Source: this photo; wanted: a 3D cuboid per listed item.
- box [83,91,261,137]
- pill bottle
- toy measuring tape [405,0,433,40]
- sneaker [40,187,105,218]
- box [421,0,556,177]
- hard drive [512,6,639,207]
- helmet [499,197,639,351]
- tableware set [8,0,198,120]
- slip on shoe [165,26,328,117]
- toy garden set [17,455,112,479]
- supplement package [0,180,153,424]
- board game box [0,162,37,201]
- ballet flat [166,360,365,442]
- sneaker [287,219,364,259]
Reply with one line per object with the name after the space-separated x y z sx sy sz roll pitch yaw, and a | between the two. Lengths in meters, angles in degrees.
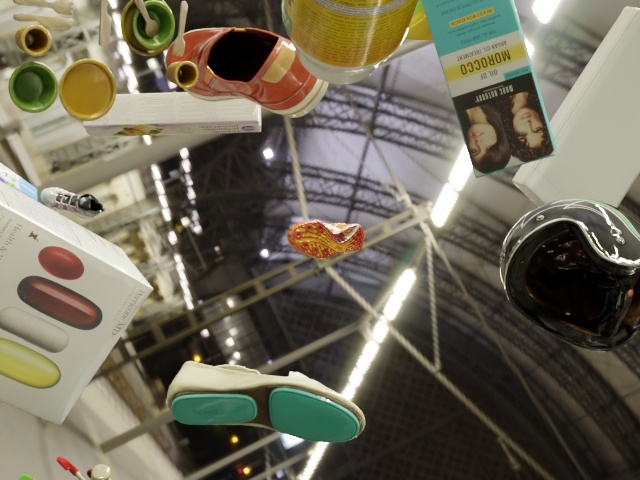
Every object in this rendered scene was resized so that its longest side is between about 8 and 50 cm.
-0.273 -0.234 1.575 0.063 0.324 0.067 90 -3 -77 | box
0.026 -0.216 0.720 0.117 0.118 0.208 63 -10 11 | pill bottle
0.124 -0.332 1.143 0.121 0.330 0.121 9 -76 42 | toy measuring tape
-0.391 -0.064 1.360 0.069 0.098 0.038 -10 -111 47 | sneaker
0.198 -0.206 1.012 0.060 0.101 0.244 -41 113 -70 | box
0.434 -0.165 1.289 0.203 0.307 0.040 35 -2 -37 | hard drive
0.290 0.030 0.957 0.161 0.169 0.169 37 -28 39 | helmet
-0.163 -0.142 0.654 0.024 0.154 0.104 21 -72 46 | tableware set
-0.124 -0.254 1.190 0.331 0.123 0.101 26 -8 47 | slip on shoe
-0.324 0.406 1.194 0.244 0.204 0.049 27 -50 14 | toy garden set
-0.341 0.063 0.961 0.203 0.194 0.149 33 0 -33 | supplement package
-0.534 -0.056 1.161 0.347 0.078 0.233 45 22 -50 | board game box
-0.066 0.193 1.065 0.086 0.249 0.086 7 90 -87 | ballet flat
0.000 0.000 1.378 0.067 0.175 0.064 0 -93 38 | sneaker
